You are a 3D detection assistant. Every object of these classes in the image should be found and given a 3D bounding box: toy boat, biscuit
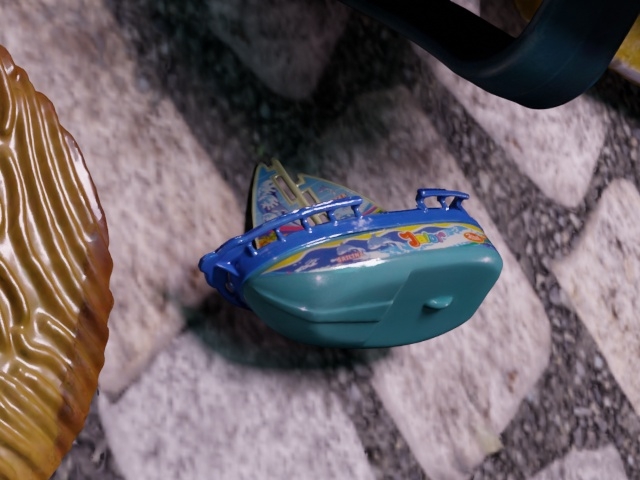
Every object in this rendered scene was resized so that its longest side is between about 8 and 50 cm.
[{"bbox_3d":[0.000,0.000,0.994,0.175,0.091,0.110,-4,46,-44],"label":"toy boat"},{"bbox_3d":[-0.161,-0.002,0.848,0.176,0.031,0.229,-39,106,-47],"label":"biscuit"}]

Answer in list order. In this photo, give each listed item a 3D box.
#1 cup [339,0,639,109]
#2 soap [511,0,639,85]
[{"bbox_3d":[0.145,-0.245,1.003,0.242,0.292,0.308,-11,121,-27],"label":"cup"},{"bbox_3d":[0.236,-0.218,1.264,0.281,0.143,0.259,21,62,-46],"label":"soap"}]
